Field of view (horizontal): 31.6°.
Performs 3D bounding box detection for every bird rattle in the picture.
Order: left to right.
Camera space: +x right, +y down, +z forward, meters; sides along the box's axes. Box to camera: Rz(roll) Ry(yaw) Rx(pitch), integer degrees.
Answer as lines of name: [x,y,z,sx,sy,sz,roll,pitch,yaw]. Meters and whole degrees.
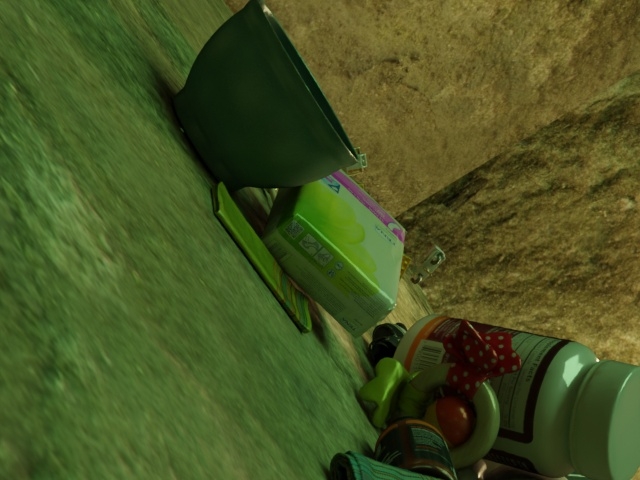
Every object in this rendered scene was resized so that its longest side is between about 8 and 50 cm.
bird rattle: [0.202,0.250,1.764,0.143,0.253,0.207,31,40,-67]

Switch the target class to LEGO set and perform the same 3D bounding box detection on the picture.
LEGO set: [0.089,-0.036,2.030,0.287,0.132,0.107,50,1,-14]

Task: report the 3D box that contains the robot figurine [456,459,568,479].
robot figurine: [0.336,0.479,1.855,0.300,0.200,0.353,43,7,9]

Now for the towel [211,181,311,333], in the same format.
towel: [-0.082,0.026,1.624,0.237,0.021,0.102,55,7,-26]

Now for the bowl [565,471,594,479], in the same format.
bowl: [0.416,0.477,2.307,0.311,0.163,0.311,15,11,-3]

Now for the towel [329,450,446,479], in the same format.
towel: [0.190,0.381,1.311,0.370,0.040,0.271,21,29,-34]

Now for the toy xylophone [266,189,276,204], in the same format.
toy xylophone: [0.000,0.000,2.060,0.236,0.081,0.323,51,10,-46]

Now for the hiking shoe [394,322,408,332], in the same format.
hiking shoe: [0.211,0.235,2.397,0.086,0.114,0.227,56,8,-28]

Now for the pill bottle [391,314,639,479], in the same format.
pill bottle: [0.328,0.261,1.866,0.392,0.224,0.224,10,-28,36]

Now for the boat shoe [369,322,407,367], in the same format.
boat shoe: [0.125,0.215,2.083,0.076,0.080,0.228,40,20,-28]

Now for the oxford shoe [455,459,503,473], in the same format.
oxford shoe: [0.337,0.497,2.110,0.449,0.130,0.169,57,-34,-9]

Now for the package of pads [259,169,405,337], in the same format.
package of pads: [0.027,0.001,1.820,0.229,0.101,0.296,43,24,-13]

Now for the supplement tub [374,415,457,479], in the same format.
supplement tub: [0.128,0.308,1.537,0.106,0.106,0.198,57,8,-13]

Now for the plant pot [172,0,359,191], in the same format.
plant pot: [-0.099,-0.195,1.722,0.293,0.196,0.293,57,8,-12]
